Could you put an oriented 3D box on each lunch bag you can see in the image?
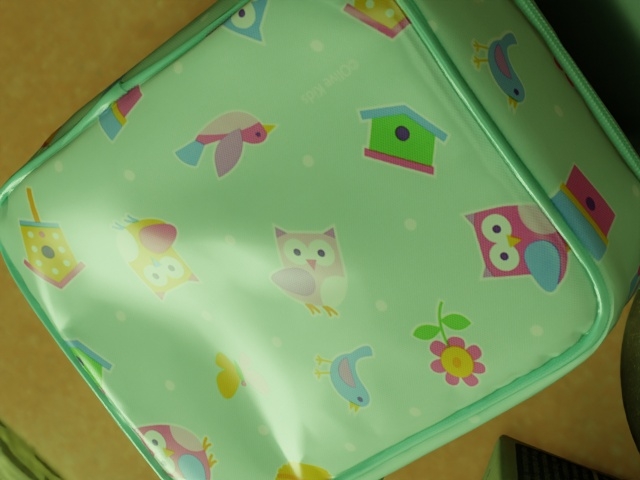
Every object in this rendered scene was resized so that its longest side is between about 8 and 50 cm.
[{"bbox_3d":[0.000,0.000,0.770,0.279,0.108,0.224,-32,100,39],"label":"lunch bag"}]

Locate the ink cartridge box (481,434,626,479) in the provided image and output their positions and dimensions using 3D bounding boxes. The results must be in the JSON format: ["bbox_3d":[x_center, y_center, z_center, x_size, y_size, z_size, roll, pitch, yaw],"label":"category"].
[{"bbox_3d":[0.082,0.231,0.767,0.088,0.193,0.235,18,104,1],"label":"ink cartridge box"}]

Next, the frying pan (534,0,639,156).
[{"bbox_3d":[0.089,-0.157,0.755,0.197,0.053,0.326,-39,90,23],"label":"frying pan"}]

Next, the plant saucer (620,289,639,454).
[{"bbox_3d":[0.232,0.068,0.777,0.198,0.036,0.199,5,105,17],"label":"plant saucer"}]
